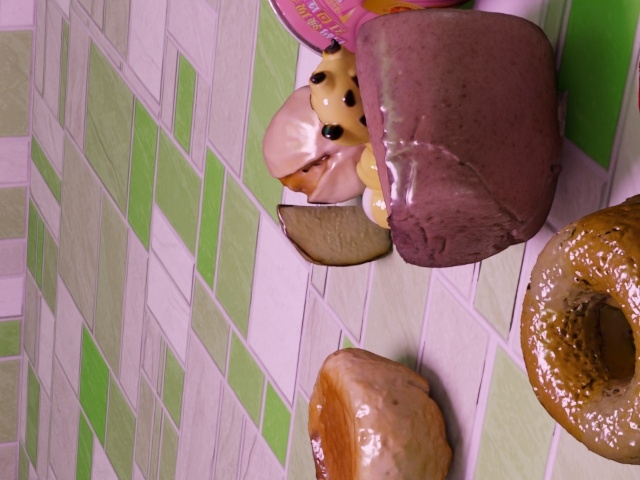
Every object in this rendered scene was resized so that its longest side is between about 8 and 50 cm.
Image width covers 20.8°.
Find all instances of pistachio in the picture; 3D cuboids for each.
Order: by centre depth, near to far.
[{"bbox_3d":[0.007,-0.121,2.172,0.229,0.157,0.157,144,118,-70],"label":"pistachio"}]

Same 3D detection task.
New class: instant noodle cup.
[{"bbox_3d":[0.086,-0.324,1.863,0.255,0.244,0.244,-8,87,60],"label":"instant noodle cup"}]

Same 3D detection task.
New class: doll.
[{"bbox_3d":[0.065,-0.107,1.941,0.086,0.117,0.291,14,152,38],"label":"doll"}]

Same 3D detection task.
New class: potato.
[{"bbox_3d":[0.000,0.000,2.205,0.120,0.149,0.081,157,112,-68],"label":"potato"}]

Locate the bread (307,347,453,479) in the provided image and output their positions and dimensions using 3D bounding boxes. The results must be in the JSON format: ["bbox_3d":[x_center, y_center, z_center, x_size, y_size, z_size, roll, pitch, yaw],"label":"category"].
[{"bbox_3d":[0.071,0.251,2.110,0.244,0.134,0.244,175,90,-70],"label":"bread"}]

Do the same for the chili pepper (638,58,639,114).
[{"bbox_3d":[0.334,-0.016,1.477,0.110,0.110,0.387,120,144,-54],"label":"chili pepper"}]

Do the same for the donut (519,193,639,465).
[{"bbox_3d":[0.282,0.089,1.616,0.272,0.107,0.272,173,90,-66],"label":"donut"}]

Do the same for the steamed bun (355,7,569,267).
[{"bbox_3d":[0.155,-0.107,1.742,0.301,0.199,0.251,39,-138,-77],"label":"steamed bun"}]
